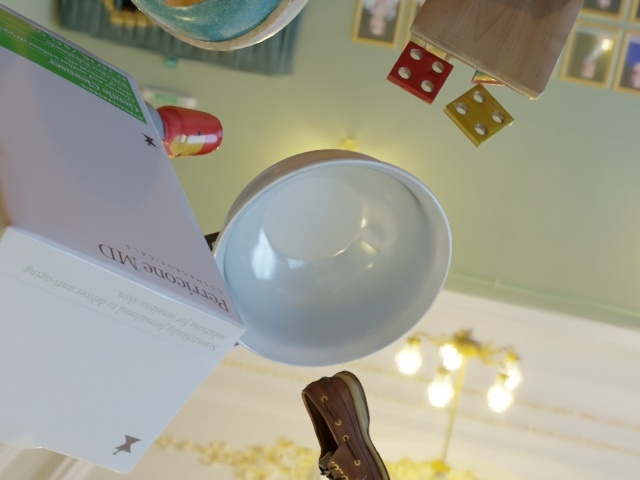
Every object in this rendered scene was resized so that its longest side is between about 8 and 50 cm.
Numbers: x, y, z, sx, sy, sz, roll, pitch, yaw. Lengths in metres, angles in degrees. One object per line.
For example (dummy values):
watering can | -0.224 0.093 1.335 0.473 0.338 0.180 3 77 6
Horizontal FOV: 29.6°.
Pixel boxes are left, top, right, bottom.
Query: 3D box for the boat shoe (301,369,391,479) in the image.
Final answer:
boat shoe | 0.024 0.221 1.209 0.060 0.178 0.064 -10 168 -30

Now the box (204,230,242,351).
box | -0.144 0.079 1.754 0.322 0.232 0.058 -17 -126 -34

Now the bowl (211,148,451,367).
bowl | 0.000 0.000 1.477 0.298 0.297 0.134 4 -149 -18

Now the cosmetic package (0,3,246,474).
cosmetic package | -0.217 -0.023 0.904 0.197 0.155 0.365 27 -160 -38

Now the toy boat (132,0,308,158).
toy boat | -0.137 -0.232 1.231 0.267 0.318 0.148 24 -163 37

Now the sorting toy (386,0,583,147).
sorting toy | 0.156 -0.193 1.119 0.132 0.046 0.274 28 -121 -1
